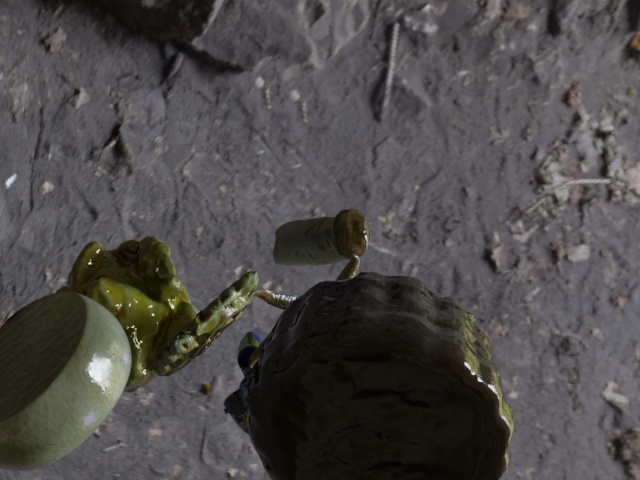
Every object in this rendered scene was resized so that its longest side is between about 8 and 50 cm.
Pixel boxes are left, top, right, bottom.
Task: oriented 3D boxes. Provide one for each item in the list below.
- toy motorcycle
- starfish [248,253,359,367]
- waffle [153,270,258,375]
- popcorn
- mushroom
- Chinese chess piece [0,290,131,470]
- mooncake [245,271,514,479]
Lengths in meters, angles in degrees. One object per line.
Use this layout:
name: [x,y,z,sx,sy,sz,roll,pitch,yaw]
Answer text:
toy motorcycle: [-0.107,0.288,1.705,0.113,0.315,0.169,-38,116,15]
starfish: [-0.017,0.102,1.246,0.217,0.050,0.223,22,115,-35]
waffle: [-0.189,0.146,1.521,0.054,0.204,0.223,48,64,-1]
popcorn: [-0.381,0.143,1.716,0.279,0.335,0.274,-32,85,-18]
mushroom: [0.000,0.000,1.810,0.081,0.312,0.099,15,78,-27]
Chinese chess piece: [-0.341,0.169,1.120,0.237,0.238,0.092,-54,128,-22]
mooncake: [0.051,0.138,0.794,0.228,0.228,0.124,36,29,-14]
